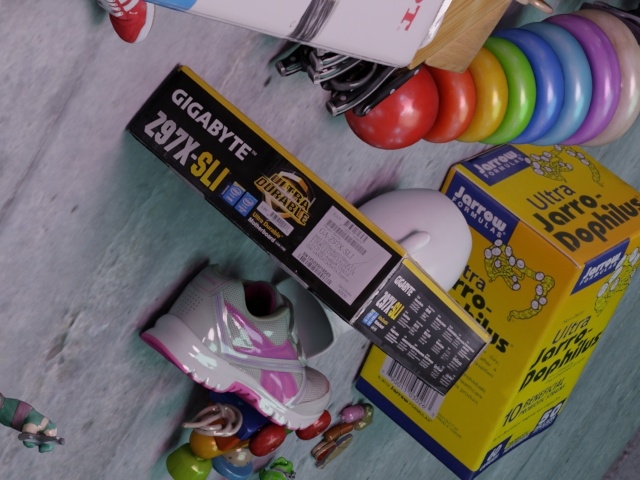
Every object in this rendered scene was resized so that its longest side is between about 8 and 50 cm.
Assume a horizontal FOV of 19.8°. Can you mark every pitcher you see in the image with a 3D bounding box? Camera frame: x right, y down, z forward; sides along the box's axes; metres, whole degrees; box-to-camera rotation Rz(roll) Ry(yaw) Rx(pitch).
[{"bbox_3d":[0.063,0.026,1.854,0.207,0.125,0.178,-32,-179,-25],"label":"pitcher"}]

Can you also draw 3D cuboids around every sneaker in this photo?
[{"bbox_3d":[-0.151,-0.176,1.275,0.067,0.042,0.118,-39,148,-34],"label":"sneaker"},{"bbox_3d":[-0.056,0.101,1.767,0.111,0.103,0.252,-56,143,0],"label":"sneaker"}]

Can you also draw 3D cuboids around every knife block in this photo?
[{"bbox_3d":[0.082,-0.232,1.563,0.275,0.088,0.242,-55,158,14],"label":"knife block"}]

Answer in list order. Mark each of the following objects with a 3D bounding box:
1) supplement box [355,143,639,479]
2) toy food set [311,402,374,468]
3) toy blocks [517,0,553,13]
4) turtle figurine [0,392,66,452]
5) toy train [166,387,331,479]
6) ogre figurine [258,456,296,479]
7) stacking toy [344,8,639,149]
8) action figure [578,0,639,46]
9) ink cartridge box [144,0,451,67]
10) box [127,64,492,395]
[{"bbox_3d":[0.218,0.074,2.155,0.194,0.195,0.356,-26,147,-45],"label":"supplement box"},{"bbox_3d":[0.029,0.235,2.288,0.122,0.019,0.078,-43,157,3],"label":"toy food set"},{"bbox_3d":[0.233,-0.300,1.783,0.148,0.054,0.123,-56,157,14],"label":"toy blocks"},{"bbox_3d":[-0.292,0.147,1.423,0.175,0.118,0.234,-8,150,-39],"label":"turtle figurine"},{"bbox_3d":[-0.111,0.203,1.887,0.143,0.105,0.248,-46,161,28],"label":"toy train"},{"bbox_3d":[-0.100,0.345,2.129,0.197,0.097,0.118,-35,176,3],"label":"ogre figurine"},{"bbox_3d":[0.158,-0.149,1.766,0.330,0.141,0.141,-8,135,-38],"label":"stacking toy"},{"bbox_3d":[0.368,-0.265,2.046,0.185,0.099,0.285,-63,159,12],"label":"action figure"},{"bbox_3d":[-0.021,-0.286,1.152,0.395,0.166,0.285,5,115,-63],"label":"ink cartridge box"},{"bbox_3d":[0.000,0.000,1.552,0.079,0.257,0.322,-51,157,-1],"label":"box"}]
